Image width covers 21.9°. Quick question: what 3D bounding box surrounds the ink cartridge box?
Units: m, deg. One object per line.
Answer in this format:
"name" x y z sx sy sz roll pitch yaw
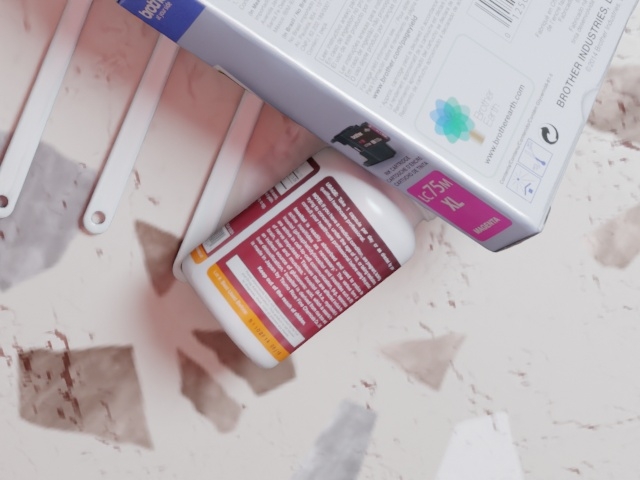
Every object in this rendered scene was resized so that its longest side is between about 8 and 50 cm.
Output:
"ink cartridge box" 0.021 -0.152 0.937 0.311 0.065 0.185 34 63 -14

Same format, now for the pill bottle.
"pill bottle" 0.000 0.000 0.986 0.152 0.086 0.086 -38 102 0

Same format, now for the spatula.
"spatula" -0.092 -0.103 0.991 0.168 0.019 0.242 21 96 -11
